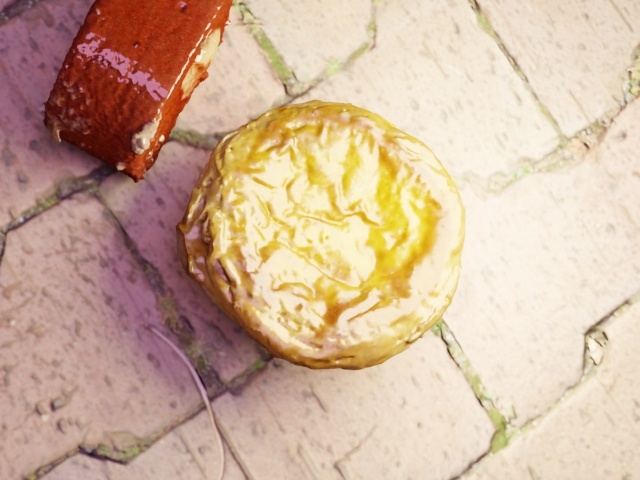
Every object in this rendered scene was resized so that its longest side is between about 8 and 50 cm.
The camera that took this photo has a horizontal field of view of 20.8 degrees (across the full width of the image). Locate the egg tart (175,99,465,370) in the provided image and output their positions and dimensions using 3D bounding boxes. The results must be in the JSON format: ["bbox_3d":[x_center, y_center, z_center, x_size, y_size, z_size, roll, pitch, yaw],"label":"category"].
[{"bbox_3d":[0.003,-0.003,2.006,0.341,0.129,0.341,4,73,-13],"label":"egg tart"}]

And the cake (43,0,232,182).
[{"bbox_3d":[-0.200,-0.213,1.984,0.151,0.177,0.283,31,67,-5],"label":"cake"}]
